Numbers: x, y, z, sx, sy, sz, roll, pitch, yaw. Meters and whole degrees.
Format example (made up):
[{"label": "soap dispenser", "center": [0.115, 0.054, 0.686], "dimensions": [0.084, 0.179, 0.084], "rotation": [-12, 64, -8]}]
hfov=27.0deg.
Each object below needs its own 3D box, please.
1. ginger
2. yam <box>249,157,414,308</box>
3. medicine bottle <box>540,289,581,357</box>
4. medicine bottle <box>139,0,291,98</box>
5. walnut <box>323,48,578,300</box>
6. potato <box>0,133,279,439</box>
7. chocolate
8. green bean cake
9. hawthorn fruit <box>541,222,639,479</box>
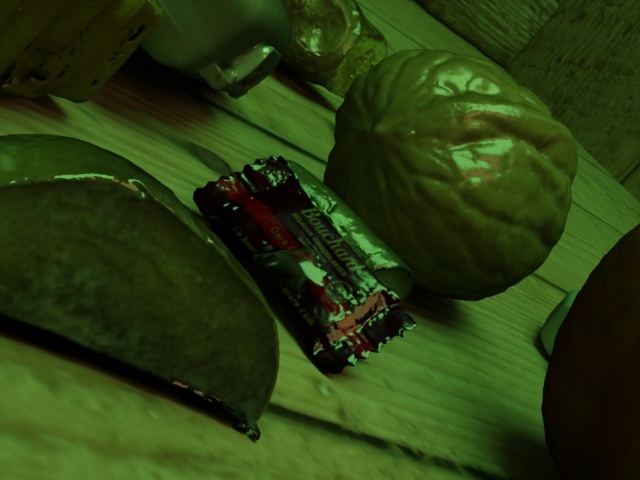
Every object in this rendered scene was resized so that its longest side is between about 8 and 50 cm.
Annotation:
[{"label": "ginger", "center": [-0.046, -0.287, 1.623], "dimensions": [0.270, 0.123, 0.219], "rotation": [39, 8, 34]}, {"label": "yam", "center": [0.000, 0.000, 1.002], "dimensions": [0.146, 0.070, 0.070], "rotation": [44, 15, 15]}, {"label": "medicine bottle", "center": [0.286, 0.114, 1.373], "dimensions": [0.119, 0.069, 0.183], "rotation": [43, 14, 6]}, {"label": "medicine bottle", "center": [-0.131, -0.258, 1.145], "dimensions": [0.282, 0.123, 0.375], "rotation": [59, 3, -1]}, {"label": "walnut", "center": [0.113, -0.058, 1.191], "dimensions": [0.261, 0.225, 0.225], "rotation": [24, 22, -51]}, {"label": "potato", "center": [-0.110, -0.005, 0.678], "dimensions": [0.261, 0.100, 0.120], "rotation": [28, 20, -40]}, {"label": "chocolate", "center": [-0.013, 0.012, 0.932], "dimensions": [0.086, 0.028, 0.182], "rotation": [-24, 57, -23]}, {"label": "green bean cake", "center": [-0.239, -0.197, 0.862], "dimensions": [0.229, 0.131, 0.224], "rotation": [49, 19, 17]}, {"label": "hawthorn fruit", "center": [0.398, 0.123, 0.932], "dimensions": [0.472, 0.472, 0.472], "rotation": [37, 15, -12]}]
